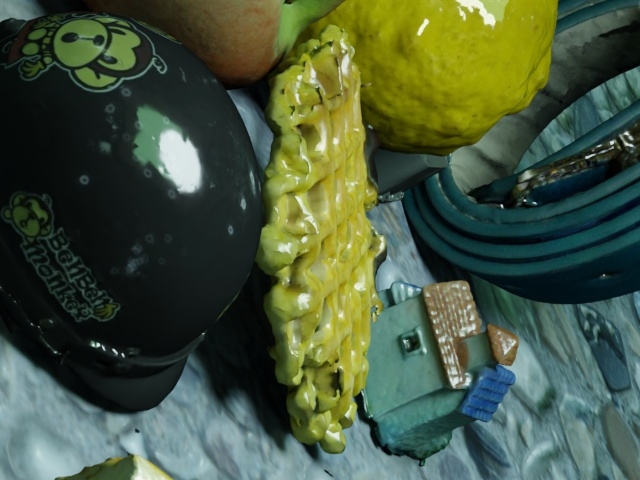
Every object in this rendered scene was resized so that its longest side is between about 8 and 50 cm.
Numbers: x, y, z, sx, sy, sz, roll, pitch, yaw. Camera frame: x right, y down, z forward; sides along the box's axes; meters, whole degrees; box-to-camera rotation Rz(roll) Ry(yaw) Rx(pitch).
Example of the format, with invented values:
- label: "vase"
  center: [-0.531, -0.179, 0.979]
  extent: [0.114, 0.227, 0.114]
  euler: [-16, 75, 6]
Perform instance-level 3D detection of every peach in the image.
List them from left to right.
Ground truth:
- label: "peach"
  center: [-0.081, -0.250, 1.328]
  extent: [0.252, 0.252, 0.252]
  euler: [45, 31, -37]

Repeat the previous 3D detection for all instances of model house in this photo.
- label: "model house"
  center: [0.113, 0.101, 1.507]
  extent: [0.119, 0.148, 0.148]
  euler: [24, 48, -57]

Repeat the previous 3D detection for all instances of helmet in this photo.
- label: "helmet"
  center: [-0.121, -0.035, 1.149]
  extent: [0.279, 0.160, 0.230]
  euler: [56, 24, -18]

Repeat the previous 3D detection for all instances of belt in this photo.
- label: "belt"
  center: [0.290, -0.116, 1.722]
  extent: [0.173, 0.436, 0.300]
  euler: [28, 39, -58]

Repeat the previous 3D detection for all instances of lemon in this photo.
- label: "lemon"
  center: [0.059, -0.225, 1.547]
  extent: [0.316, 0.285, 0.285]
  euler: [60, 25, -11]

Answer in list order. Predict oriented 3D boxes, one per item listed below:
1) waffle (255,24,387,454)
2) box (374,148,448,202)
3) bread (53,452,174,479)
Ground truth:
- label: "waffle"
  center: [0.004, 0.000, 1.364]
  extent: [0.307, 0.060, 0.312]
  euler: [-76, 163, -44]
- label: "box"
  center: [0.071, -0.105, 1.710]
  extent: [0.084, 0.069, 0.122]
  euler: [-8, 74, -63]
- label: "bread"
  center: [-0.128, 0.187, 0.892]
  extent: [0.125, 0.188, 0.068]
  euler: [51, 33, -26]
